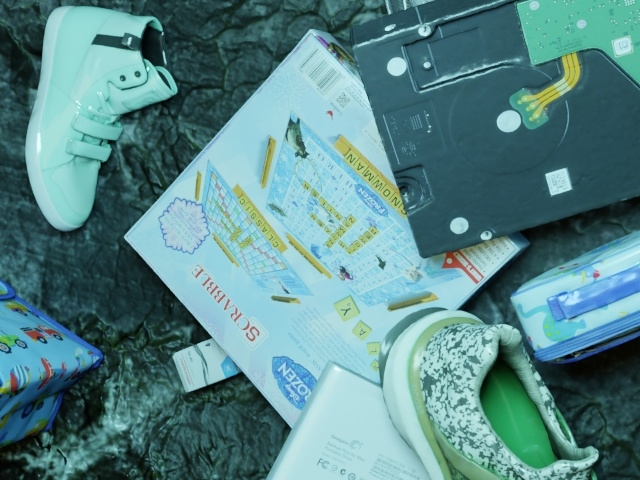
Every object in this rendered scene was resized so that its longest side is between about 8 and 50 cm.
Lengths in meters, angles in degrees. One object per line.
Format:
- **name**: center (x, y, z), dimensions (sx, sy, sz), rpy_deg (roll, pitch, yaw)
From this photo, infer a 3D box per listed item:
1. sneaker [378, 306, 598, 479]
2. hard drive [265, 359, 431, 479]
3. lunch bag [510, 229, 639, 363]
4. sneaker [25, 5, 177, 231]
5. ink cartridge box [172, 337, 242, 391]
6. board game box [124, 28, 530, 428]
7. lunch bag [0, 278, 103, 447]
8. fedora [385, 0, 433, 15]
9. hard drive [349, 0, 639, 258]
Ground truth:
- **sneaker**: center (0.203, 0.246, 1.285), dimensions (0.158, 0.182, 0.410), rpy_deg (-31, 93, -24)
- **hard drive**: center (0.027, 0.303, 1.400), dimensions (0.203, 0.040, 0.307), rpy_deg (27, 91, -12)
- **lunch bag**: center (0.295, 0.040, 1.284), dimensions (0.219, 0.176, 0.090), rpy_deg (-25, 84, 20)
- **sneaker**: center (-0.239, -0.133, 1.518), dimensions (0.151, 0.094, 0.255), rpy_deg (6, 93, 27)
- **ink cartridge box**: center (-0.130, 0.139, 1.534), dimensions (0.083, 0.028, 0.048), rpy_deg (-23, 85, 21)
- **board game box**: center (0.000, 0.000, 1.454), dimensions (0.318, 0.066, 0.318), rpy_deg (-45, 78, 18)
- **lunch bag**: center (-0.432, 0.095, 1.545), dimensions (0.293, 0.221, 0.138), rpy_deg (43, 107, 13)
- **fedora**: center (0.167, -0.255, 1.341), dimensions (0.244, 0.124, 0.275), rpy_deg (-17, 87, 22)
- **hard drive**: center (0.220, -0.137, 1.269), dimensions (0.339, 0.064, 0.236), rpy_deg (-17, 118, 8)
